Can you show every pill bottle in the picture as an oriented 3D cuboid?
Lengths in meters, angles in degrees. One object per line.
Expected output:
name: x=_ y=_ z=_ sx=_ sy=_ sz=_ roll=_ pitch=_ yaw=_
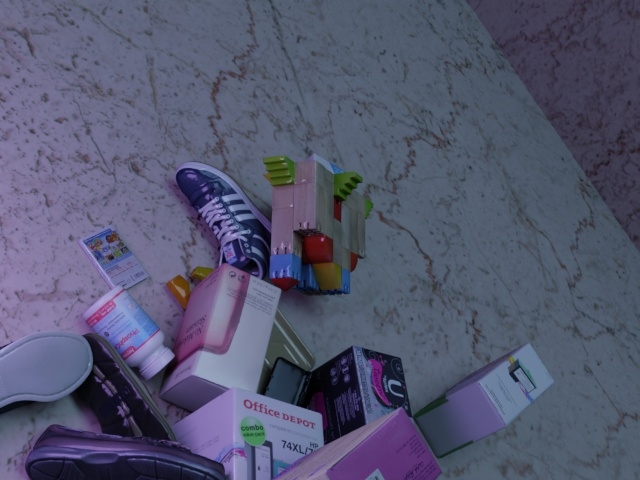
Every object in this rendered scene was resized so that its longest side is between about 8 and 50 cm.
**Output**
pill bottle: x=-0.330 y=0.162 z=1.656 sx=0.160 sy=0.087 sz=0.087 roll=49 pitch=37 yaw=-4

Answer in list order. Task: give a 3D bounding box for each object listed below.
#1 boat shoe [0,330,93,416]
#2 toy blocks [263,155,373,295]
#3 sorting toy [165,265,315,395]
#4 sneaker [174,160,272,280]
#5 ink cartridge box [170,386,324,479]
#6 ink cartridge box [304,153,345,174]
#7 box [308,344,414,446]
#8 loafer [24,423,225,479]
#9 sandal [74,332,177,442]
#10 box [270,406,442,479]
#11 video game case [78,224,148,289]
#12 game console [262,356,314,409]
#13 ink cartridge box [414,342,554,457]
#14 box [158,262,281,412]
boat shoe: x=-0.485 y=0.209 z=1.447 sx=0.303 sy=0.091 sz=0.114 roll=-10 pitch=89 yaw=-52
toy blocks: x=0.000 y=0.000 z=2.023 sx=0.381 sy=0.191 sz=0.260 roll=29 pitch=59 yaw=-63
sorting toy: x=-0.164 y=0.179 z=1.867 sx=0.307 sy=0.041 sz=0.229 roll=53 pitch=41 yaw=1
sneaker: x=-0.198 y=-0.031 z=1.946 sx=0.282 sy=0.099 sz=0.153 roll=43 pitch=36 yaw=-18
ink cartridge box: x=-0.122 y=0.419 z=1.576 sx=0.198 sy=0.197 sz=0.270 roll=24 pitch=46 yaw=-34
ink cartridge box: x=0.005 y=-0.104 z=2.254 sx=0.104 sy=0.062 sz=0.181 roll=28 pitch=44 yaw=-29
box: x=0.084 y=0.358 z=1.876 sx=0.142 sy=0.163 sz=0.247 roll=19 pitch=48 yaw=-38
loafer: x=-0.290 y=0.330 z=1.458 sx=0.303 sy=0.109 sz=0.095 roll=6 pitch=36 yaw=-1
sandal: x=-0.311 y=0.283 z=1.563 sx=0.302 sy=0.120 sz=0.086 roll=59 pitch=10 yaw=15
box: x=0.015 y=0.375 z=1.390 sx=0.214 sy=0.243 sz=0.117 roll=-26 pitch=83 yaw=-53
video game case: x=-0.383 y=0.035 z=1.767 sx=0.122 sy=0.011 sz=0.087 roll=54 pitch=37 yaw=2
game console: x=-0.064 y=0.306 z=1.839 sx=0.071 sy=0.107 sz=0.122 roll=13 pitch=56 yaw=13
ink cartridge box: x=0.374 y=0.358 z=2.157 sx=0.278 sy=0.201 sz=0.117 roll=-21 pitch=77 yaw=-53
box: x=-0.179 y=0.184 z=1.712 sx=0.127 sy=0.149 sz=0.232 roll=28 pitch=53 yaw=-20
